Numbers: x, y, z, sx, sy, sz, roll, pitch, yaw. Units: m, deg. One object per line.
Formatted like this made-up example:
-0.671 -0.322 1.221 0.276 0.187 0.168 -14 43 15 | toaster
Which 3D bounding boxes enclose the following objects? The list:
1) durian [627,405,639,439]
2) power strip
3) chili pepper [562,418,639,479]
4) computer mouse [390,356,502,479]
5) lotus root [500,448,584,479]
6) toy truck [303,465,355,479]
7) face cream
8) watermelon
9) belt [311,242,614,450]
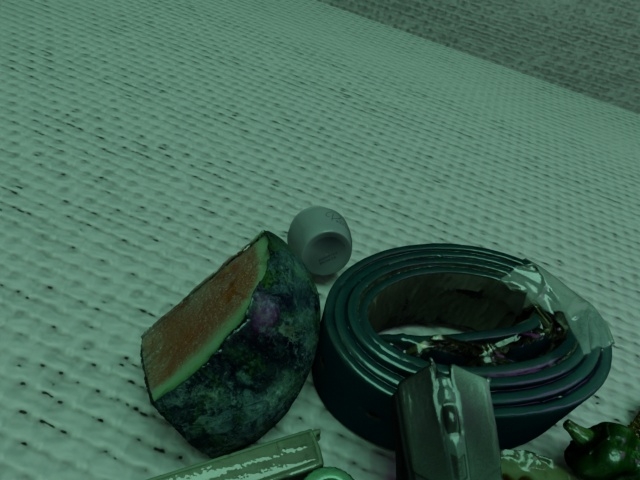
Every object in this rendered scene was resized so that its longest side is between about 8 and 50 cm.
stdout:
0.593 0.299 0.750 0.146 0.102 0.208 36 42 28 | durian
-0.119 0.290 0.551 0.272 0.078 0.052 -8 48 -25 | power strip
0.442 0.348 0.634 0.136 0.099 0.270 -34 68 -33 | chili pepper
0.148 0.250 0.526 0.126 0.071 0.230 -2 83 1 | computer mouse
0.258 0.370 0.589 0.183 0.077 0.204 24 38 25 | lotus root
0.045 0.367 0.470 0.279 0.154 0.156 31 53 15 | toy truck
0.000 0.000 0.860 0.117 0.117 0.104 1 26 -16 | face cream
-0.131 0.114 0.632 0.226 0.148 0.318 3 62 25 | watermelon
0.208 0.154 0.725 0.437 0.173 0.300 2 46 -14 | belt
